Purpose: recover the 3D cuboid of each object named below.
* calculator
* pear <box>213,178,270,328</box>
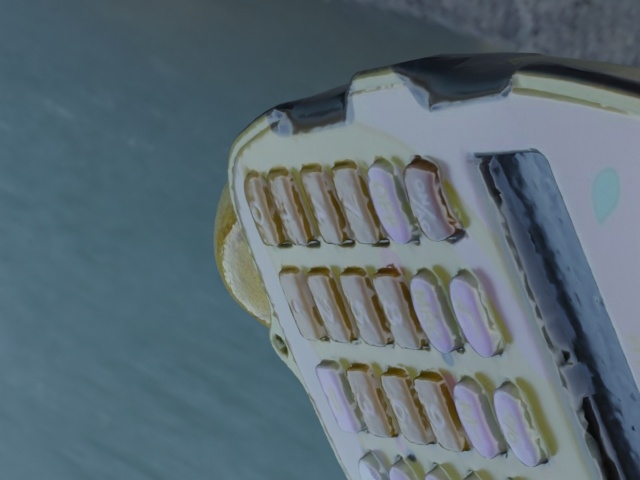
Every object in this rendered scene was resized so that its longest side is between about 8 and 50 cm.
[{"bbox_3d":[0.046,0.026,0.451,0.236,0.033,0.157,-2,114,61],"label":"calculator"},{"bbox_3d":[0.000,0.000,1.740,0.209,0.209,0.209,23,154,12],"label":"pear"}]
